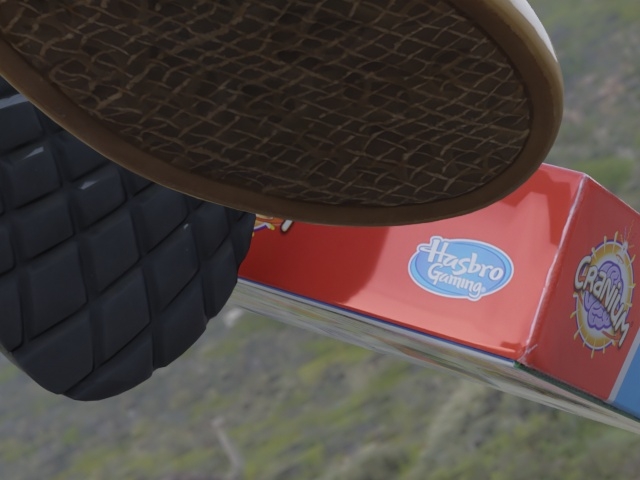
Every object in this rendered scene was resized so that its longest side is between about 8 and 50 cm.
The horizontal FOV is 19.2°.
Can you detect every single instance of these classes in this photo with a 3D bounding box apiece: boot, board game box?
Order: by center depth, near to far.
[{"bbox_3d":[-0.149,-0.118,0.629,0.118,0.338,0.222,-28,18,-25],"label":"boot"},{"bbox_3d":[0.000,0.000,0.756,0.316,0.064,0.242,16,-5,31],"label":"board game box"}]

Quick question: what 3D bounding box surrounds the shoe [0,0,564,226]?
[{"bbox_3d":[-0.052,-0.069,0.334,0.076,0.219,0.058,-51,24,39],"label":"shoe"}]
